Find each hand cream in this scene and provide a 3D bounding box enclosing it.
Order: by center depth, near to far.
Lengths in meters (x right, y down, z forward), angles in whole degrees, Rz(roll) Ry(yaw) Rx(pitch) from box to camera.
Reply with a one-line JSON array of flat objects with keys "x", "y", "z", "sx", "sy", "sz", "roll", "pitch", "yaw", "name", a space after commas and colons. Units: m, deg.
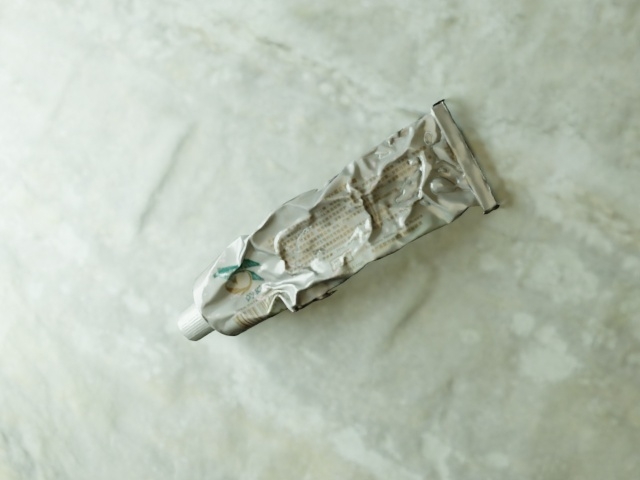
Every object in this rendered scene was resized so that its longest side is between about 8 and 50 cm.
[{"x": -0.001, "y": 0.001, "z": 1.277, "sx": 0.257, "sy": 0.050, "sz": 0.084, "roll": -30, "pitch": 90, "yaw": 22, "name": "hand cream"}]
